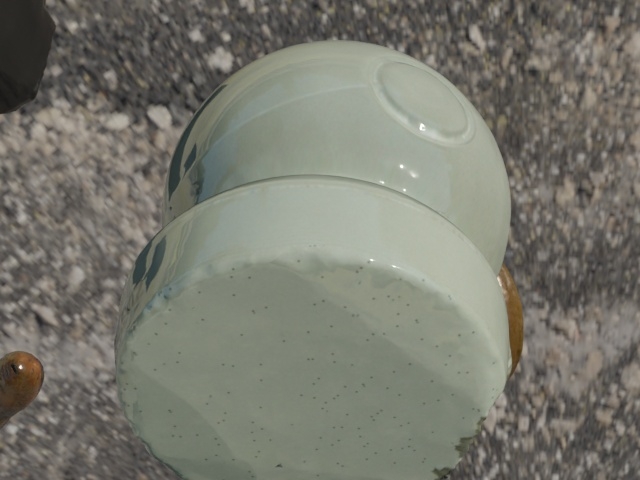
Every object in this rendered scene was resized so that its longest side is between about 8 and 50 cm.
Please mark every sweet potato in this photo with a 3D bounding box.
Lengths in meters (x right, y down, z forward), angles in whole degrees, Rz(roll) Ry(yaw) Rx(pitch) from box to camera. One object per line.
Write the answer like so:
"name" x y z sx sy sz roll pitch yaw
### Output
"sweet potato" -0.304 0.149 1.203 0.050 0.214 0.050 20 53 -30

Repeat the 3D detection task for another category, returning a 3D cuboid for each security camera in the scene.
"security camera" 0.000 0.000 0.692 0.194 0.194 0.236 -5 39 7

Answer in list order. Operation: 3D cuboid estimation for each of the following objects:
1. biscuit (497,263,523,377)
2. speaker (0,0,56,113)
"biscuit" 0.070 0.025 0.874 0.026 0.124 0.175 -25 85 -43
"speaker" -0.422 -0.214 1.216 0.388 0.180 0.184 -8 60 10
